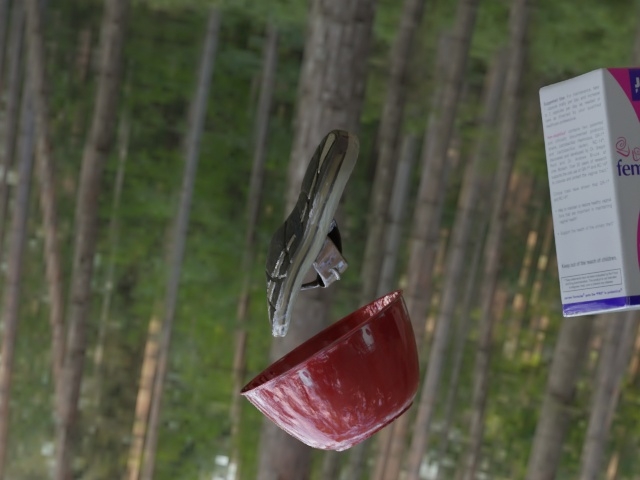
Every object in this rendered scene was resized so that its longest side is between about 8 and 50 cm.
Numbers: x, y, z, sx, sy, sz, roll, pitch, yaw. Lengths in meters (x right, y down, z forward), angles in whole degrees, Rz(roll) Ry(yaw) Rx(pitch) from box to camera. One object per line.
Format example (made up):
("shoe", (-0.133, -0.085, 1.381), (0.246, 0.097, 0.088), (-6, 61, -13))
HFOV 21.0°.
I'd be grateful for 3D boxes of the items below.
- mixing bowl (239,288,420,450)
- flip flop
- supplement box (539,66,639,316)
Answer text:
("mixing bowl", (0.025, 0.134, 1.623), (0.098, 0.181, 0.181), (58, -155, -1))
("flip flop", (0.000, 0.000, 1.928), (0.080, 0.277, 0.112), (13, -149, -17))
("supplement box", (0.288, -0.046, 1.609), (0.111, 0.220, 0.114), (-5, 175, -25))
